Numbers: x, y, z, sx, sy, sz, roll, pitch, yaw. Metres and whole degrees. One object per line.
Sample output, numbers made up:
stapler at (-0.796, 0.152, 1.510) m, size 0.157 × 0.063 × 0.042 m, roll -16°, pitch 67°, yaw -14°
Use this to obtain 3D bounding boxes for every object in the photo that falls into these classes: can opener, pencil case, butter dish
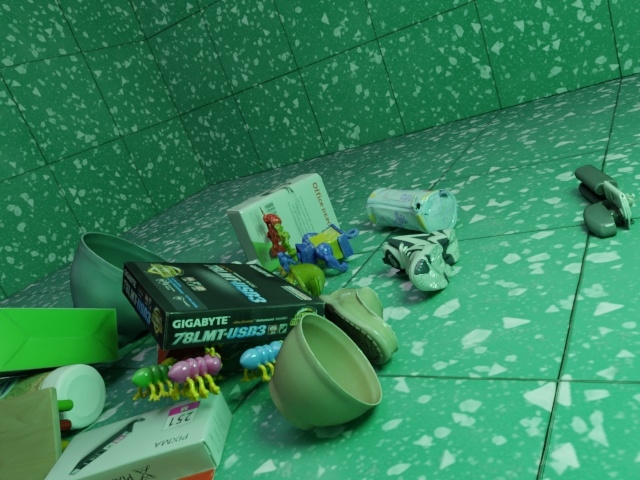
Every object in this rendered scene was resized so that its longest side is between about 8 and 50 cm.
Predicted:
can opener at (0.572, -0.093, 1.094) m, size 0.093 × 0.074 × 0.280 m, roll -16°, pitch 17°, yaw 19°
pencil case at (0.230, -0.079, 1.381) m, size 0.124 × 0.114 × 0.273 m, roll -4°, pitch 8°, yaw -25°
butter dish at (-0.275, 0.196, 1.142) m, size 0.160 × 0.118 × 0.160 m, roll -64°, pitch 19°, yaw 4°

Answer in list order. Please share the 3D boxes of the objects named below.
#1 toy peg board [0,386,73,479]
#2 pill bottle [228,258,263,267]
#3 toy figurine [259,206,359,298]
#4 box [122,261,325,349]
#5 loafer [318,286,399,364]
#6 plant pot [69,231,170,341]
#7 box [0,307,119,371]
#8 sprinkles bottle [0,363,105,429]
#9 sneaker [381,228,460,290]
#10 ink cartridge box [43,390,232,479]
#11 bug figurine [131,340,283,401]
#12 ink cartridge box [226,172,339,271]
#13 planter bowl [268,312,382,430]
toy peg board at (-0.497, 0.350, 0.910) m, size 0.161 × 0.161 × 0.079 m, roll -18°, pitch -17°, yaw 10°
pill bottle at (-0.236, 0.116, 1.338) m, size 0.193 × 0.108 × 0.108 m, roll -20°, pitch 17°, yaw 5°
toy figurine at (0.000, 0.000, 1.308) m, size 0.217 × 0.191 × 0.362 m, roll -19°, pitch 17°, yaw -11°
box at (-0.190, 0.108, 0.999) m, size 0.293 × 0.074 × 0.295 m, roll 0°, pitch 13°, yaw -32°
loafer at (0.073, 0.132, 0.941) m, size 0.092 × 0.102 × 0.268 m, roll -31°, pitch 18°, yaw -11°
plant pot at (-0.511, 0.134, 1.360) m, size 0.196 × 0.293 × 0.293 m, roll -61°, pitch 19°, yaw 4°
box at (-0.619, 0.221, 1.144) m, size 0.231 × 0.127 × 0.262 m, roll -17°, pitch -15°, yaw 30°
sprinkles bottle at (-0.610, 0.335, 1.083) m, size 0.355 × 0.121 × 0.121 m, roll -14°, pitch 18°, yaw 23°
sneaker at (0.185, 0.045, 1.092) m, size 0.153 × 0.094 × 0.235 m, roll -12°, pitch 19°, yaw 31°
ink cartridge box at (-0.282, 0.346, 0.774) m, size 0.275 × 0.060 × 0.239 m, roll -19°, pitch 16°, yaw 6°
bug figurine at (-0.192, 0.215, 0.907) m, size 0.279 × 0.072 × 0.216 m, roll -16°, pitch -7°, yaw 43°
ink cartridge box at (-0.104, -0.054, 1.550) m, size 0.272 × 0.199 × 0.114 m, roll -29°, pitch 17°, yaw -25°
planter bowl at (-0.006, 0.201, 0.766) m, size 0.109 × 0.162 × 0.162 m, roll -44°, pitch 12°, yaw 14°
